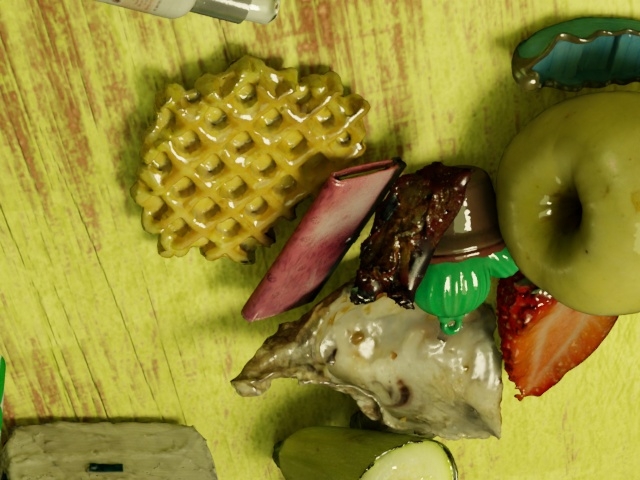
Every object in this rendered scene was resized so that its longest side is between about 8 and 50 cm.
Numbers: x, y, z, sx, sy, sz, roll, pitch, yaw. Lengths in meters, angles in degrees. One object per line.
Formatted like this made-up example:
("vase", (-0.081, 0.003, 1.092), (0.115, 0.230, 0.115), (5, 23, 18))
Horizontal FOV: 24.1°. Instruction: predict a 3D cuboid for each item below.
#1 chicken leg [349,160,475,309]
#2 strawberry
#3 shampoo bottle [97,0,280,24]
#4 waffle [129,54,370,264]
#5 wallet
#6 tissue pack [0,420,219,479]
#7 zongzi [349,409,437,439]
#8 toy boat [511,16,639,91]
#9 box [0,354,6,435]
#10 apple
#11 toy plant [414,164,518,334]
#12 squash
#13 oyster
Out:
("chicken leg", (0.098, -0.008, 1.650), (0.063, 0.105, 0.234), (-4, 129, -43))
("strawberry", (0.288, 0.088, 1.838), (0.174, 0.098, 0.228), (-19, 140, -14))
("shampoo bottle", (-0.136, -0.250, 1.453), (0.192, 0.074, 0.074), (10, 125, -25))
("waffle", (-0.072, -0.080, 1.622), (0.291, 0.051, 0.291), (-9, 130, -10))
("wallet", (0.000, 0.000, 1.675), (0.119, 0.025, 0.232), (-15, 148, -46))
("tissue pack", (-0.285, 0.448, 1.865), (0.264, 0.253, 0.416), (2, 129, -18))
("zongzi", (0.123, 0.224, 1.899), (0.154, 0.062, 0.130), (-3, 157, -14))
("toy boat", (0.291, -0.192, 1.617), (0.186, 0.077, 0.075), (-2, 130, -15))
("box", (-0.474, 0.182, 1.643), (0.250, 0.180, 0.103), (17, 134, -25))
("apple", (0.327, -0.040, 1.628), (0.262, 0.262, 0.262), (-8, 130, -10))
("toy plant", (0.166, 0.014, 1.728), (0.143, 0.105, 0.200), (-17, 120, -20))
("squash", (0.015, 0.281, 1.825), (0.137, 0.287, 0.137), (-7, 100, -47))
("oyster", (0.082, 0.121, 1.797), (0.396, 0.111, 0.204), (16, 83, -33))
